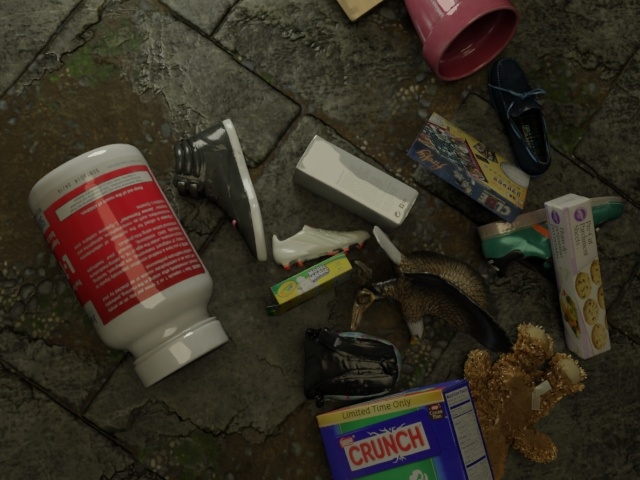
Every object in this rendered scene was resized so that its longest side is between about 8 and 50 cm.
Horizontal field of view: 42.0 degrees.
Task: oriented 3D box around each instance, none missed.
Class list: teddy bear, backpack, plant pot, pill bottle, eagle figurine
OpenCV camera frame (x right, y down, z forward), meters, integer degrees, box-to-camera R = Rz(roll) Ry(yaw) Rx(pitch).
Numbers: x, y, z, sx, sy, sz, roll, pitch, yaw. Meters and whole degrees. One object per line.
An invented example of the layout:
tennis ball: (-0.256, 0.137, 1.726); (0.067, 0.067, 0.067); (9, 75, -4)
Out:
teddy bear: (0.367, 0.316, 1.621); (0.245, 0.113, 0.338); (32, 72, -7)
backpack: (0.063, 0.234, 1.582); (0.182, 0.115, 0.152); (0, 91, 8)
plant pot: (0.269, -0.456, 1.686); (0.201, 0.201, 0.180); (-29, 70, -9)
pill bottle: (-0.339, 0.049, 1.518); (0.229, 0.229, 0.408); (-29, 85, -9)
eagle figurine: (0.212, 0.110, 1.587); (0.298, 0.225, 0.226); (2, 60, 6)

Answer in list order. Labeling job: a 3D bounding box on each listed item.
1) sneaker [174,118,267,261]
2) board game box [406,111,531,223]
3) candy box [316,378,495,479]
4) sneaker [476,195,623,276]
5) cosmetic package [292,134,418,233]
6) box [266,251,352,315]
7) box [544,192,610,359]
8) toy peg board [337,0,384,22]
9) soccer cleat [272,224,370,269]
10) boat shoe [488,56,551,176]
sneaker: (-0.199, -0.081, 1.621); (0.146, 0.104, 0.296); (-18, 77, -6)
board game box: (0.298, -0.148, 1.655); (0.243, 0.165, 0.042); (34, 123, 1)
candy box: (0.167, 0.434, 1.501); (0.268, 0.122, 0.317); (-20, 80, 31)
sneaker: (0.470, -0.008, 1.677); (0.302, 0.108, 0.121); (-14, 88, -3)
cosmetic package: (0.065, -0.108, 1.641); (0.231, 0.117, 0.085); (30, 79, -2)
box: (-0.028, 0.089, 1.605); (0.179, 0.105, 0.043); (-28, 77, -9)
box: (0.499, 0.072, 1.613); (0.067, 0.063, 0.324); (-18, 109, -14)
toy peg board: (0.091, -0.558, 1.744); (0.160, 0.079, 0.161); (-34, 85, 6)
soccer cleat: (0.000, 0.000, 1.644); (0.196, 0.068, 0.076); (-14, 80, -5)
boat shoe: (0.428, -0.263, 1.713); (0.109, 0.089, 0.258); (-21, 84, -9)
